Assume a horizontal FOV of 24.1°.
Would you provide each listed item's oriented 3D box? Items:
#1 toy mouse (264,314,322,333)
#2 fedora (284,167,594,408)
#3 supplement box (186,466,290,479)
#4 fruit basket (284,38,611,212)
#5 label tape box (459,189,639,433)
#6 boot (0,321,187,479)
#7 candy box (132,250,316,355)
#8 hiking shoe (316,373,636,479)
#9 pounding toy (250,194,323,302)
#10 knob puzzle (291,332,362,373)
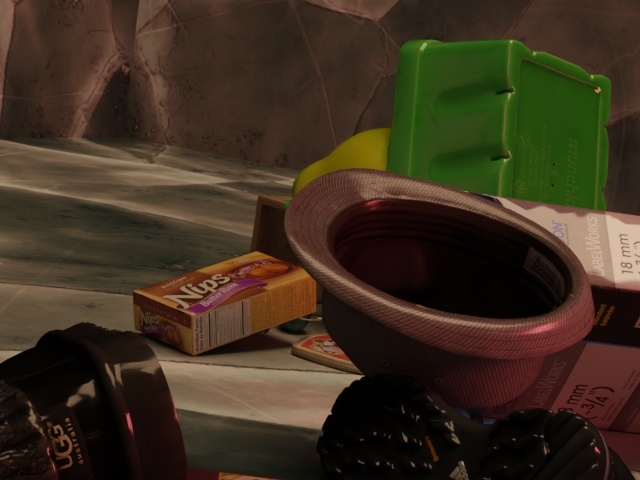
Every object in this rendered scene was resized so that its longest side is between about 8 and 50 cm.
[{"bbox_3d":[-0.061,0.093,1.801,0.143,0.031,0.161,12,9,26],"label":"toy mouse"},{"bbox_3d":[0.095,0.055,1.300,0.275,0.124,0.244,17,31,9],"label":"fedora"},{"bbox_3d":[-0.004,0.204,0.932,0.188,0.081,0.104,8,9,-3],"label":"supplement box"},{"bbox_3d":[0.151,-0.049,1.833,0.283,0.392,0.392,16,3,-32],"label":"fruit basket"},{"bbox_3d":[0.238,0.078,1.482,0.333,0.240,0.106,7,51,-7],"label":"label tape box"},{"bbox_3d":[-0.248,0.143,0.968,0.260,0.131,0.348,-18,-5,-18],"label":"boot"},{"bbox_3d":[-0.108,0.069,1.707,0.186,0.053,0.109,-16,25,-40],"label":"candy box"},{"bbox_3d":[0.121,0.189,1.189,0.304,0.113,0.132,8,-25,50],"label":"hiking shoe"},{"bbox_3d":[0.005,-0.008,2.032,0.094,0.181,0.206,2,10,-38],"label":"pounding toy"},{"bbox_3d":[0.061,0.123,1.726,0.213,0.030,0.213,8,9,-1],"label":"knob puzzle"}]
